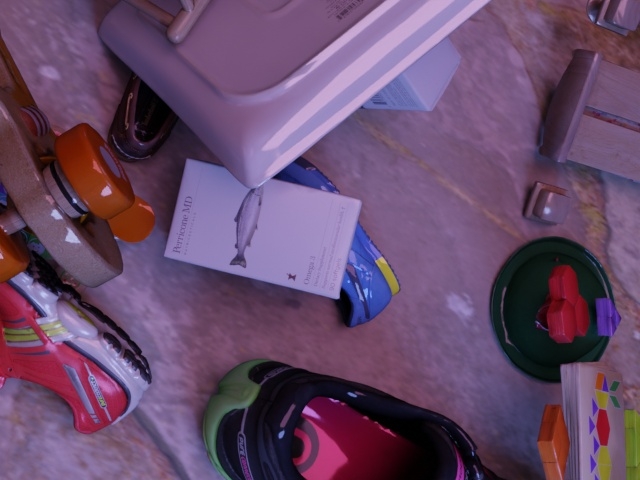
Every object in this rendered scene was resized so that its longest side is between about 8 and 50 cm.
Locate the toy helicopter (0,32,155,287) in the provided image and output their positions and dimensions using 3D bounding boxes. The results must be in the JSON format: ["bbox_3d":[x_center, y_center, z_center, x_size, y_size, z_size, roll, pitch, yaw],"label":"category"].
[{"bbox_3d":[-0.276,-0.111,1.071,0.140,0.235,0.355,-31,72,4],"label":"toy helicopter"}]

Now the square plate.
[{"bbox_3d":[-0.024,-0.249,1.100,0.347,0.344,0.049,-40,137,-6],"label":"square plate"}]

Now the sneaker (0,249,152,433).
[{"bbox_3d":[-0.291,0.082,1.080,0.279,0.107,0.118,44,90,-12],"label":"sneaker"}]

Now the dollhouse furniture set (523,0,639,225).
[{"bbox_3d":[0.423,-0.172,1.452,0.303,0.174,0.355,16,100,-20],"label":"dollhouse furniture set"}]

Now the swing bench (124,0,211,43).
[{"bbox_3d":[-0.155,-0.369,1.096,0.253,0.165,0.254,35,72,31],"label":"swing bench"}]

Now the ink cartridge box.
[{"bbox_3d":[0.030,-0.211,1.194,0.139,0.191,0.082,49,64,-38],"label":"ink cartridge box"}]

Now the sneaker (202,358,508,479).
[{"bbox_3d":[0.104,0.280,1.160,0.483,0.202,0.185,28,73,-17],"label":"sneaker"}]

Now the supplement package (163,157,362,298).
[{"bbox_3d":[-0.057,-0.013,1.155,0.179,0.105,0.105,13,93,0],"label":"supplement package"}]

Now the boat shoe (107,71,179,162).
[{"bbox_3d":[-0.161,-0.179,1.195,0.073,0.073,0.207,22,73,-18],"label":"boat shoe"}]

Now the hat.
[{"bbox_3d":[0.308,0.079,1.289,0.173,0.183,0.208,43,69,-10],"label":"hat"}]

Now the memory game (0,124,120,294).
[{"bbox_3d":[-0.282,-0.029,1.151,0.186,0.012,0.186,4,80,-22],"label":"memory game"}]

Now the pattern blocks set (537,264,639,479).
[{"bbox_3d":[0.292,0.214,1.207,0.285,0.026,0.324,31,58,-51],"label":"pattern blocks set"}]

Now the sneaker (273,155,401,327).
[{"bbox_3d":[0.000,0.000,1.236,0.082,0.069,0.209,-37,97,-20],"label":"sneaker"}]
